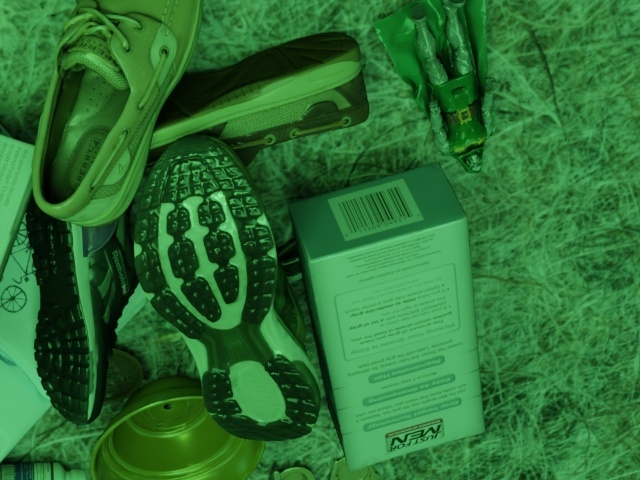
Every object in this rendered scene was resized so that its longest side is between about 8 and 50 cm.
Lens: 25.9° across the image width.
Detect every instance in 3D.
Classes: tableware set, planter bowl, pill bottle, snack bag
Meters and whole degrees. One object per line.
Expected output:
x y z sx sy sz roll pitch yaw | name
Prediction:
0.002 0.354 1.896 0.169 0.020 0.141 -7 122 -9 | tableware set
-0.183 0.235 1.728 0.217 0.090 0.217 -10 134 -10 | planter bowl
-0.358 0.313 1.755 0.120 0.067 0.067 2 120 -14 | pill bottle
-0.386 0.082 1.535 0.342 0.037 0.323 -49 125 -19 | snack bag

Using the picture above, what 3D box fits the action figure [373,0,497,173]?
0.154 -0.173 1.597 0.137 0.063 0.232 -22 127 -4 | action figure

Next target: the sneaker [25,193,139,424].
-0.245 0.065 1.558 0.124 0.107 0.283 -12 108 -43 | sneaker

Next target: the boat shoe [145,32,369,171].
-0.108 -0.119 1.530 0.342 0.123 0.123 -21 122 -8 | boat shoe

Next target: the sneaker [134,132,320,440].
-0.102 0.036 1.572 0.158 0.182 0.410 -8 127 7 | sneaker

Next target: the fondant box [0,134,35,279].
-0.474 -0.026 1.384 0.330 0.096 0.238 18 71 -7 | fondant box

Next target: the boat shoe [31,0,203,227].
-0.204 -0.181 1.394 0.122 0.110 0.341 13 88 13 | boat shoe

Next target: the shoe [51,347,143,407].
-0.326 0.166 1.687 0.219 0.058 0.076 -3 90 -17 | shoe

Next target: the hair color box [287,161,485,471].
0.086 0.100 1.673 0.185 0.113 0.374 -15 132 -6 | hair color box

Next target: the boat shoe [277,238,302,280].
0.000 0.000 1.670 0.125 0.046 0.038 -33 128 16 | boat shoe
